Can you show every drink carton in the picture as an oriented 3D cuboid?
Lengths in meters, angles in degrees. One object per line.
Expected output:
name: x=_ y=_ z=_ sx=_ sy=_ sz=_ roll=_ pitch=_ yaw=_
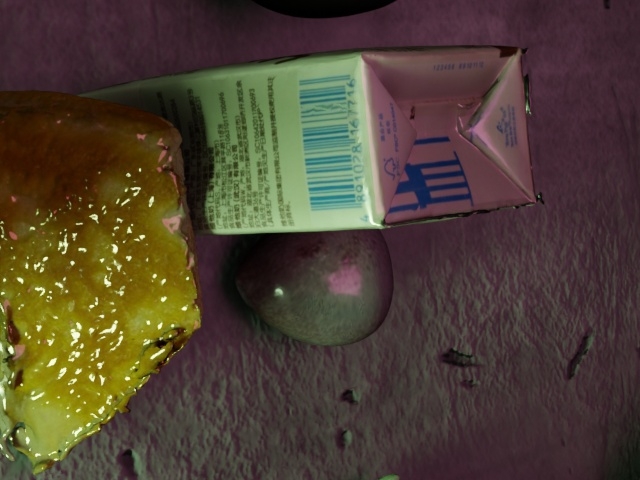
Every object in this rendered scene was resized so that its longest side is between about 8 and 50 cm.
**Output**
drink carton: x=-0.015 y=-0.074 z=1.383 sx=0.194 sy=0.325 sz=0.132 roll=-7 pitch=93 yaw=-48

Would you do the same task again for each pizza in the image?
pizza: x=-0.182 y=0.034 z=1.333 sx=0.071 sy=0.189 sz=0.296 roll=-96 pitch=-175 yaw=-79

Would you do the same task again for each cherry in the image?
cherry: x=-0.007 y=0.001 z=1.562 sx=0.148 sy=0.115 sz=0.188 roll=-7 pitch=85 yaw=-9

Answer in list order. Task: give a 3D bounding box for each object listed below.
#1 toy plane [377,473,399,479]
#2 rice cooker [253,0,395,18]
toy plane: x=0.040 y=0.243 z=1.638 sx=0.083 sy=0.033 sz=0.080 roll=-44 pitch=121 yaw=-16
rice cooker: x=0.020 y=-0.321 z=1.496 sx=0.224 sy=0.267 sz=0.267 roll=-29 pitch=109 yaw=-41
